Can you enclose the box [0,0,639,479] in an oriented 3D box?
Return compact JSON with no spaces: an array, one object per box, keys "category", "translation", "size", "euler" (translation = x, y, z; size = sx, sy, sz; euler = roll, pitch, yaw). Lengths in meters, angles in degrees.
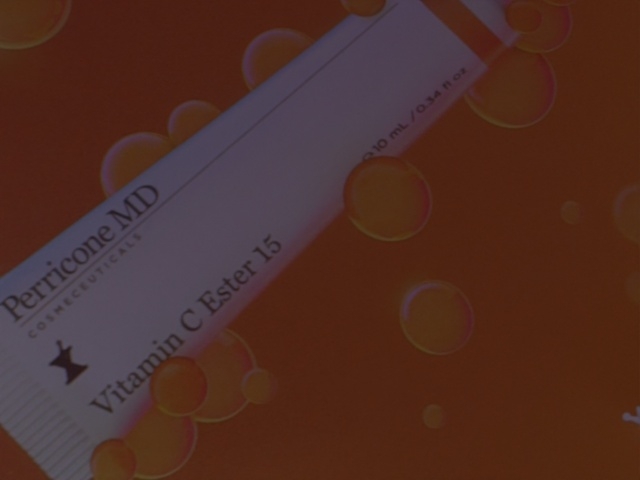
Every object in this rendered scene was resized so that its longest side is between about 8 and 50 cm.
[{"category":"box","translation":[0.000,0.000,0.504],"size":[0.345,0.168,0.215],"euler":[-3,73,-12]}]
